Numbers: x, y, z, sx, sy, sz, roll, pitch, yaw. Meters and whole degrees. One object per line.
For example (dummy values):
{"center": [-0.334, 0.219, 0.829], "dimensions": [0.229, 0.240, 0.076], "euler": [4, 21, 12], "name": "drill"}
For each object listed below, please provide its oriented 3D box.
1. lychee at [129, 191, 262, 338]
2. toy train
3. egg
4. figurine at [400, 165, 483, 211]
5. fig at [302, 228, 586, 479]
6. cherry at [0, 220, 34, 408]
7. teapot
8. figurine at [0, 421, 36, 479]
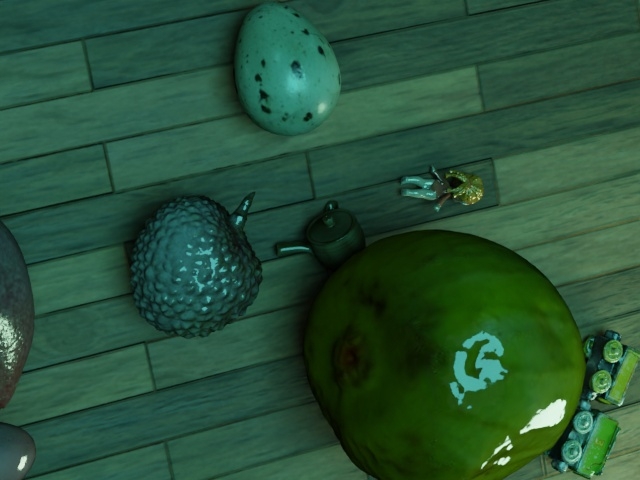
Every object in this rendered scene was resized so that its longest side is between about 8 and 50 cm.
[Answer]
{"center": [-0.140, 0.023, 1.891], "dimensions": [0.197, 0.165, 0.165], "euler": [-40, 108, 9], "name": "lychee"}
{"center": [0.367, 0.220, 2.149], "dimensions": [0.081, 0.060, 0.202], "euler": [25, 86, -27], "name": "toy train"}
{"center": [-0.045, -0.206, 1.929], "dimensions": [0.131, 0.131, 0.164], "euler": [-16, 77, -18], "name": "egg"}
{"center": [0.156, -0.067, 2.055], "dimensions": [0.109, 0.047, 0.064], "euler": [2, 71, -14], "name": "figurine"}
{"center": [0.164, 0.143, 1.941], "dimensions": [0.343, 0.343, 0.343], "euler": [-2, 95, -20], "name": "fig"}
{"center": [-0.430, 0.075, 1.780], "dimensions": [0.239, 0.206, 0.239], "euler": [-28, 137, -30], "name": "cherry"}
{"center": [0.000, 0.000, 2.005], "dimensions": [0.110, 0.085, 0.080], "euler": [-18, 127, 11], "name": "teapot"}
{"center": [-0.464, 0.286, 1.733], "dimensions": [0.261, 0.269, 0.211], "euler": [17, 71, -26], "name": "figurine"}
